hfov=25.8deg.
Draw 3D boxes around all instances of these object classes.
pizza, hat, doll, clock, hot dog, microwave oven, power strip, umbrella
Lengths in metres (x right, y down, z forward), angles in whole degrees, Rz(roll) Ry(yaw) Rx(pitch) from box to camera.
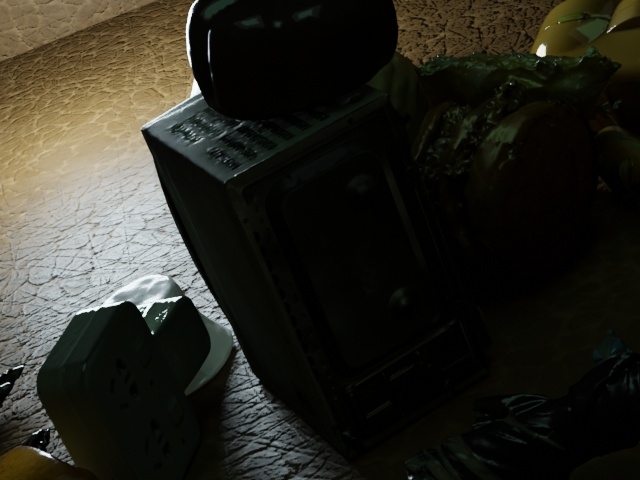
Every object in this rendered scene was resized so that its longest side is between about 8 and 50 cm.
[{"bbox_3d":[0.283,-0.191,1.894,0.287,0.280,0.075,-28,32,52],"label":"pizza"},{"bbox_3d":[-0.230,0.128,1.936,0.203,0.126,0.203,-16,32,10],"label":"hat"},{"bbox_3d":[0.335,0.140,1.605,0.057,0.039,0.114,-56,20,34],"label":"doll"},{"bbox_3d":[0.440,-0.234,1.990,0.317,0.244,0.200,1,50,42],"label":"clock"},{"bbox_3d":[0.429,-0.083,1.859,0.072,0.109,0.269,-35,25,-6],"label":"hot dog"},{"bbox_3d":[0.000,0.000,1.707,0.247,0.394,0.333,-31,29,-17],"label":"microwave oven"},{"bbox_3d":[-0.248,0.182,1.738,0.141,0.229,0.261,-10,30,23],"label":"power strip"},{"bbox_3d":[0.250,0.191,1.414,0.357,0.113,0.106,-31,15,23],"label":"umbrella"}]

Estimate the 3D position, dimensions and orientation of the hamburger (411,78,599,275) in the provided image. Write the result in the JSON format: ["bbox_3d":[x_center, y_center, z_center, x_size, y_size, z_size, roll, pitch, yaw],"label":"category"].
[{"bbox_3d":[0.228,-0.081,1.830,0.211,0.260,0.245,7,12,41],"label":"hamburger"}]

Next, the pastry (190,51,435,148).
[{"bbox_3d":[-0.017,-0.163,2.069,0.388,0.388,0.312,22,79,53],"label":"pastry"}]

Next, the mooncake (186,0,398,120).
[{"bbox_3d":[-0.034,-0.237,1.595,0.245,0.133,0.245,-10,32,7],"label":"mooncake"}]

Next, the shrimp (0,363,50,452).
[{"bbox_3d":[-0.458,0.291,1.884,0.233,0.071,0.365,2,34,22],"label":"shrimp"}]

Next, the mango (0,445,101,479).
[{"bbox_3d":[-0.343,0.338,1.583,0.350,0.201,0.199,-13,-1,33],"label":"mango"}]
